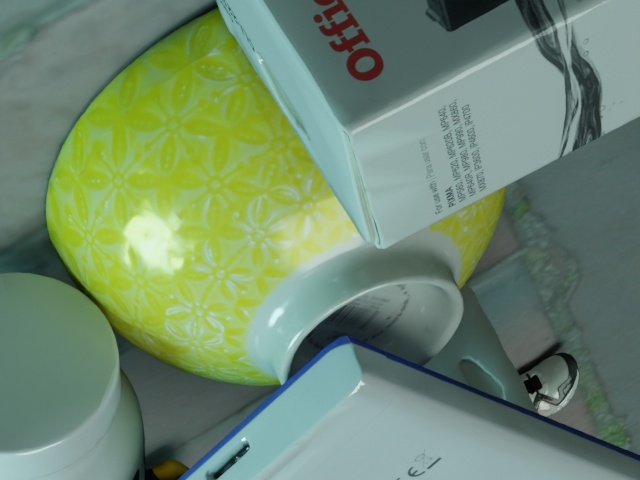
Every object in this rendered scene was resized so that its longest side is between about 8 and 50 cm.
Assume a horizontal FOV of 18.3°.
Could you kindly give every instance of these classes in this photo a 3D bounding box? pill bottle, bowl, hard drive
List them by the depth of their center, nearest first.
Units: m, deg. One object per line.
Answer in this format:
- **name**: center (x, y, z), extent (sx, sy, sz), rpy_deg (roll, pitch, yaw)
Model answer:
- **bowl**: center (0.000, 0.000, 1.163), extent (0.290, 0.156, 0.289), rpy_deg (-19, 146, -13)
- **hard drive**: center (0.055, 0.176, 1.226), extent (0.210, 0.040, 0.319), rpy_deg (-43, 137, 22)
- **pill bottle**: center (-0.183, 0.145, 1.229), extent (0.153, 0.153, 0.264), rpy_deg (-20, 147, -18)

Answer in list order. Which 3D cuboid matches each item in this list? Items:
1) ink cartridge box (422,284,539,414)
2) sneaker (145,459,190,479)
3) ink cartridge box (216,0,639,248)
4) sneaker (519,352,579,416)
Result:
- **ink cartridge box**: center (0.082, 0.193, 1.474), extent (0.117, 0.201, 0.278), rpy_deg (-17, 146, -15)
- **sneaker**: center (-0.183, 0.207, 1.400), extent (0.225, 0.088, 0.092), rpy_deg (-16, 139, -36)
- **ink cartridge box**: center (0.093, -0.150, 0.998), extent (0.273, 0.197, 0.114), rpy_deg (-29, 148, -5)
- **sneaker**: center (0.163, 0.129, 1.612), extent (0.109, 0.040, 0.044), rpy_deg (-42, 145, 18)
